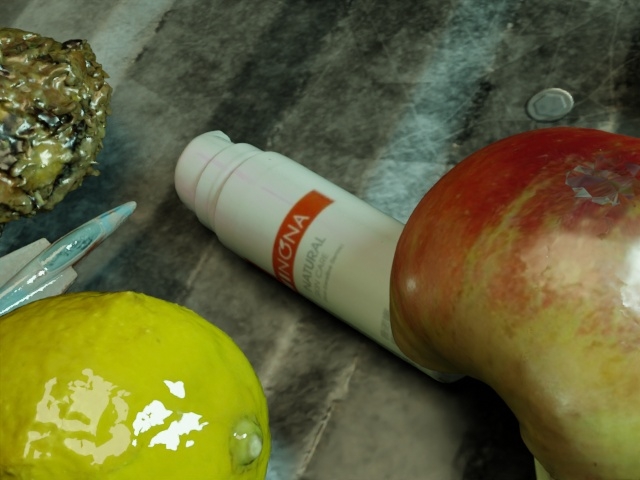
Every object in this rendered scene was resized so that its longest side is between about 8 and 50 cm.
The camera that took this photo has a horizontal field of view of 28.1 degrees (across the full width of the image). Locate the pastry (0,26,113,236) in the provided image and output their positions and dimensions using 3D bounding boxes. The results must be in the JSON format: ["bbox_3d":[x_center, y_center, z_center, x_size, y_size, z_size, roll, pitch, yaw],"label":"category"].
[{"bbox_3d":[-0.331,-0.122,1.241,0.275,0.193,0.275,-18,28,10],"label":"pastry"}]

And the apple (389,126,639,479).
[{"bbox_3d":[0.189,0.011,0.880,0.251,0.163,0.293,-31,49,-26],"label":"apple"}]

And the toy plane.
[{"bbox_3d":[-0.288,0.061,1.144,0.223,0.104,0.326,47,53,4],"label":"toy plane"}]

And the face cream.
[{"bbox_3d":[0.000,0.000,1.111,0.345,0.102,0.102,30,65,35],"label":"face cream"}]

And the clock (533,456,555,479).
[{"bbox_3d":[0.260,0.279,0.787,0.276,0.120,0.379,-5,45,10],"label":"clock"}]

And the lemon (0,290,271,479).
[{"bbox_3d":[-0.169,0.148,0.955,0.288,0.233,0.233,1,51,25],"label":"lemon"}]
